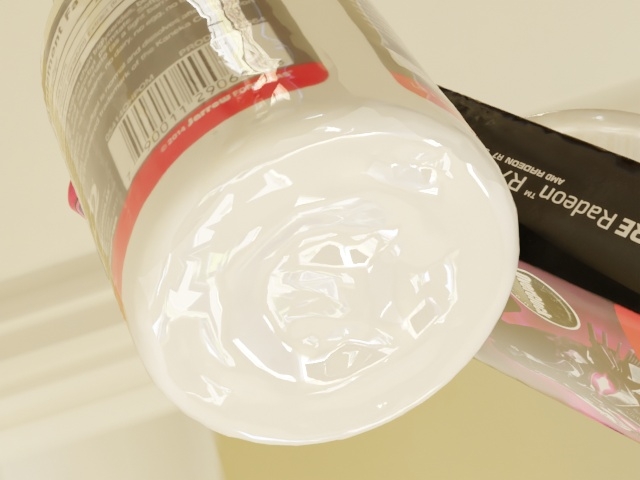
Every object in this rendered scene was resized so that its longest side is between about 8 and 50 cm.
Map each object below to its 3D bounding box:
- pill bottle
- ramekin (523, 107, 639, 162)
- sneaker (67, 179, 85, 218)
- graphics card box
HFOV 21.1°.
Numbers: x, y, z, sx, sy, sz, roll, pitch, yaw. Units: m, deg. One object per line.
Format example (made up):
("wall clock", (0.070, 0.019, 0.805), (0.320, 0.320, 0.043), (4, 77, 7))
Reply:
("pill bottle", (-0.040, -0.061, 0.845), (0.318, 0.176, 0.176), (-119, 6, -52))
("ramekin", (0.279, -0.016, 1.800), (0.273, 0.272, 0.127), (65, -153, -58))
("sneaker", (-0.161, -0.014, 1.782), (0.299, 0.112, 0.121), (61, -147, -61))
("graphics card box", (0.185, 0.040, 1.029), (0.371, 0.094, 0.233), (28, 165, 39))
